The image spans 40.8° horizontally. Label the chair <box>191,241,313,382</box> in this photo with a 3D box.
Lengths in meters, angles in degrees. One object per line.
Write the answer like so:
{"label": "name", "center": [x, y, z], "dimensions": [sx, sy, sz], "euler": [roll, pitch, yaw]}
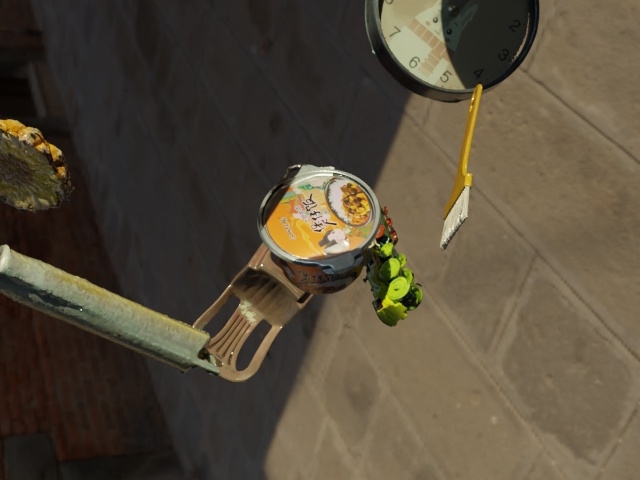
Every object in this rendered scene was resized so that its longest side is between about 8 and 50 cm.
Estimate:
{"label": "chair", "center": [-0.134, 0.137, 1.908], "dimensions": [0.183, 0.175, 0.326], "euler": [-47, 7, 43]}

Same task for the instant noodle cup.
{"label": "instant noodle cup", "center": [0.000, 0.000, 1.271], "dimensions": [0.125, 0.177, 0.208], "euler": [86, 178, -51]}

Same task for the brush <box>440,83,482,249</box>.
{"label": "brush", "center": [0.212, -0.122, 1.259], "dimensions": [0.103, 0.013, 0.272], "euler": [112, 174, -61]}

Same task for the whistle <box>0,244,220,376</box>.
{"label": "whistle", "center": [-0.251, 0.093, 1.033], "dimensions": [0.057, 0.326, 0.068], "euler": [-52, 36, 9]}

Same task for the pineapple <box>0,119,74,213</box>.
{"label": "pineapple", "center": [-0.494, -0.128, 1.387], "dimensions": [0.221, 0.221, 0.047], "euler": [-52, 15, 52]}

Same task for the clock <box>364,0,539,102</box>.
{"label": "clock", "center": [0.288, -0.497, 1.869], "dimensions": [0.076, 0.386, 0.386], "euler": [-169, 80, -82]}

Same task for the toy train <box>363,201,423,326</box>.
{"label": "toy train", "center": [0.097, 0.029, 1.377], "dimensions": [0.085, 0.053, 0.250], "euler": [-39, 36, 18]}
